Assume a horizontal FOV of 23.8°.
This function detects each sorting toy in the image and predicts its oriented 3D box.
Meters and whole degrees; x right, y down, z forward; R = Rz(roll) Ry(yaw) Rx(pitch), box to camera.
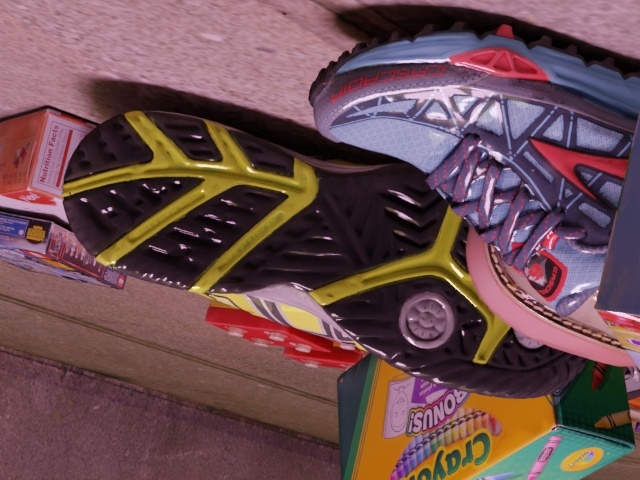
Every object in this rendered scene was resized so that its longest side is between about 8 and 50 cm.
[{"bbox_3d":[0.044,0.073,1.429,0.255,0.089,0.257,5,166,31],"label":"sorting toy"}]

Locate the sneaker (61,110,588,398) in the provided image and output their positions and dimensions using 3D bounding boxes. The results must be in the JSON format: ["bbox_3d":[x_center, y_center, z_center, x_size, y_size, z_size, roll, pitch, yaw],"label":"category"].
[{"bbox_3d":[0.014,-0.001,1.057,0.384,0.145,0.147,21,180,-9],"label":"sneaker"}]

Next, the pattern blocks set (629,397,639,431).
[{"bbox_3d":[0.332,0.196,1.889,0.324,0.026,0.285,20,166,-35],"label":"pattern blocks set"}]

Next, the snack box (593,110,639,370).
[{"bbox_3d":[0.173,-0.026,0.600,0.070,0.175,0.207,11,170,21],"label":"snack box"}]

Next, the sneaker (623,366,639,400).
[{"bbox_3d":[0.268,0.099,1.407,0.132,0.086,0.229,-11,158,-9],"label":"sneaker"}]

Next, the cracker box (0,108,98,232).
[{"bbox_3d":[-0.154,-0.029,1.195,0.232,0.067,0.155,20,166,-32],"label":"cracker box"}]

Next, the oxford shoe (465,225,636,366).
[{"bbox_3d":[0.291,0.038,0.897,0.397,0.140,0.146,12,162,-7],"label":"oxford shoe"}]

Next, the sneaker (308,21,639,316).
[{"bbox_3d":[0.118,-0.029,0.766,0.261,0.125,0.104,12,165,-1],"label":"sneaker"}]

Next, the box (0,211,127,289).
[{"bbox_3d":[-0.221,0.006,1.195,0.094,0.027,0.137,11,170,20],"label":"box"}]

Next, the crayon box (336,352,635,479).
[{"bbox_3d":[0.122,0.136,1.218,0.081,0.165,0.278,17,142,-28],"label":"crayon box"}]
